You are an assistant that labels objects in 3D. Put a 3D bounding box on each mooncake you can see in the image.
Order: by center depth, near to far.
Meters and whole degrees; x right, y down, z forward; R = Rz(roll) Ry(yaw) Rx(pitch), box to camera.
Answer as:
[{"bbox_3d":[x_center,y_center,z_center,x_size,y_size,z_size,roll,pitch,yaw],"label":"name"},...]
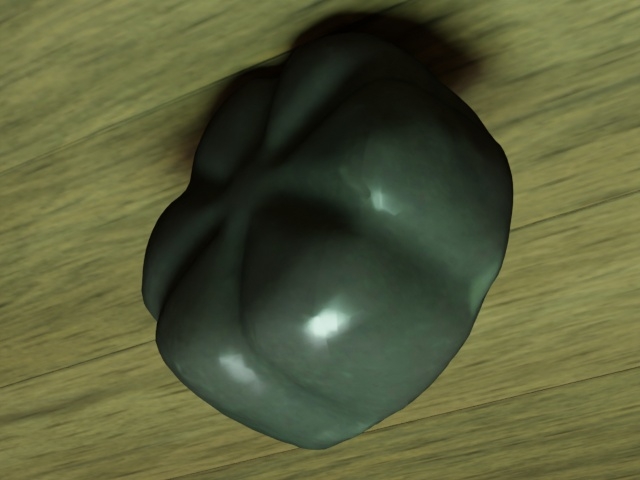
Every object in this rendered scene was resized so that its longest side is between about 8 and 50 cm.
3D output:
[{"bbox_3d":[0.000,0.000,0.813,0.133,0.245,0.245,32,138,-32],"label":"mooncake"}]
